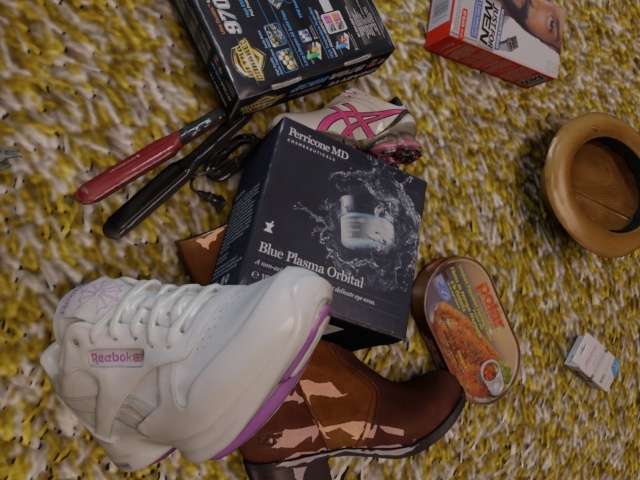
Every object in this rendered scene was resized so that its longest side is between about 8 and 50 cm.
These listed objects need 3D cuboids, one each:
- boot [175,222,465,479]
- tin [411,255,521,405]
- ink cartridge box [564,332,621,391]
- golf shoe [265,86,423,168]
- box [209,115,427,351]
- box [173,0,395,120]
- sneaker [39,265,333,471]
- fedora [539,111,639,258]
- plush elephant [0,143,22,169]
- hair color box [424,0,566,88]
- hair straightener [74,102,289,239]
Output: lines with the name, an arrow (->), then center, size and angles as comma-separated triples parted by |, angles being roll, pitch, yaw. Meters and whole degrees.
boot -> 0.012, 0.092, 0.588 | 0.264, 0.096, 0.280 | -15, 89, -17
tin -> 0.176, 0.107, 0.674 | 0.106, 0.040, 0.189 | -29, 102, -18
ink cartridge box -> 0.368, 0.164, 0.766 | 0.083, 0.028, 0.048 | 39, 75, -20
golf shoe -> 0.021, -0.119, 0.585 | 0.186, 0.067, 0.085 | -3, 73, -35
box -> 0.000, 0.000, 0.505 | 0.156, 0.093, 0.158 | 21, 66, -21
box -> -0.051, -0.245, 0.530 | 0.175, 0.051, 0.220 | -26, 90, -24
sneaker -> -0.120, 0.082, 0.405 | 0.152, 0.305, 0.114 | 49, 40, -10
fedora -> 0.352, -0.068, 0.729 | 0.194, 0.079, 0.194 | 1, 87, -19
plush elephant -> -0.351, 0.026, 0.323 | 0.272, 0.330, 0.255 | 43, 96, -6
hair color box -> 0.214, -0.257, 0.677 | 0.167, 0.053, 0.093 | 11, 86, -26
hair straightener -> -0.114, -0.074, 0.541 | 0.230, 0.047, 0.089 | -42, 128, -24
